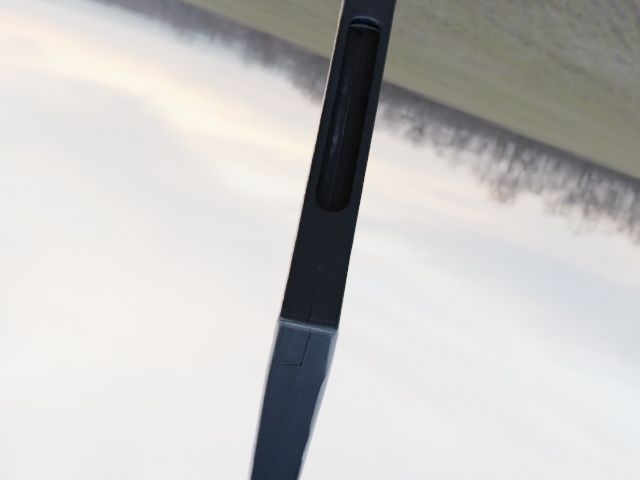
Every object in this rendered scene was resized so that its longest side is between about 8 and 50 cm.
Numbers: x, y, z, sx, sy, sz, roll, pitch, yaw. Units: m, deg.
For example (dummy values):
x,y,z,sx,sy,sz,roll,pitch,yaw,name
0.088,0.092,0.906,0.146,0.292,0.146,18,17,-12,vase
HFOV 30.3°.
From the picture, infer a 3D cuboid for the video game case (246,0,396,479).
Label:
x,y,z,sx,sy,sz,roll,pitch,yaw,name
0.000,0.000,0.713,0.035,0.248,0.275,11,150,0,video game case
